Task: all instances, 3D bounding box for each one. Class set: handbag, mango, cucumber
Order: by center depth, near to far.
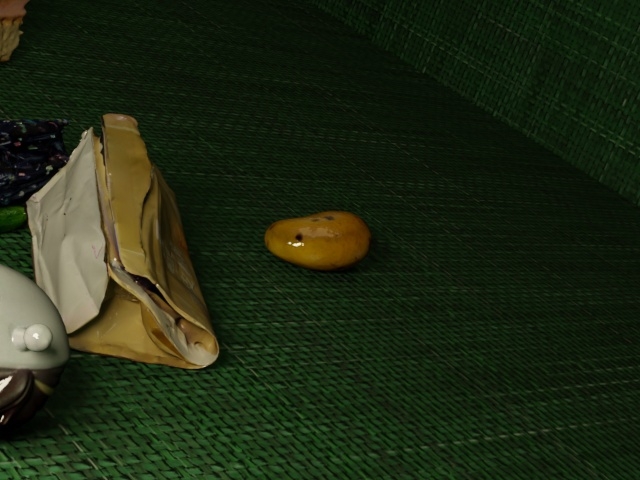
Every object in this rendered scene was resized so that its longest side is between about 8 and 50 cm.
[{"bbox_3d":[-0.444,-0.023,1.798,0.037,0.037,0.155,31,20,24],"label":"cucumber"},{"bbox_3d":[-0.451,-0.108,1.865,0.162,0.113,0.260,-4,11,24],"label":"handbag"},{"bbox_3d":[0.003,0.001,2.110,0.178,0.090,0.115,-3,21,-43],"label":"mango"}]

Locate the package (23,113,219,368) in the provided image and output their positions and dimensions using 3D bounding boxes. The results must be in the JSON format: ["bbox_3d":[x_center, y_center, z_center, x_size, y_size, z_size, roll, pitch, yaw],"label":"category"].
[{"bbox_3d":[-0.237,-0.008,1.706,0.221,0.165,0.311,11,33,-23],"label":"package"}]

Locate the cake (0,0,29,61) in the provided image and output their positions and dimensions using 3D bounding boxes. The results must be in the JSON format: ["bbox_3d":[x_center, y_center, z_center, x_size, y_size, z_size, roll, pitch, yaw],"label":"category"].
[{"bbox_3d":[-0.679,-0.497,2.390,0.314,0.306,0.293,27,22,18],"label":"cake"}]

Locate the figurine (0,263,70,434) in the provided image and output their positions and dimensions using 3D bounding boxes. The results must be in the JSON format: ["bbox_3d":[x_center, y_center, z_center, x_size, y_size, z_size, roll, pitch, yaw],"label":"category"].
[{"bbox_3d":[-0.389,0.079,1.409,0.281,0.167,0.370,8,14,-43],"label":"figurine"}]
